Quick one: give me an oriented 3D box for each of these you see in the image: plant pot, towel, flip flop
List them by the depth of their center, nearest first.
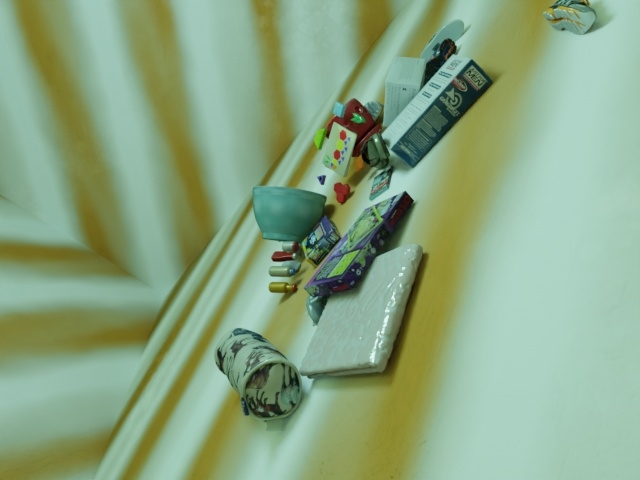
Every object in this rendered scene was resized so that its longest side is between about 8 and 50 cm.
[{"bbox_3d":[0.099,0.181,1.191,0.317,0.053,0.331,-29,31,51],"label":"towel"},{"bbox_3d":[0.177,-0.292,1.625,0.080,0.112,0.277,-29,2,4],"label":"flip flop"},{"bbox_3d":[-0.131,-0.090,1.894,0.293,0.293,0.196,-178,95,-67],"label":"plant pot"},{"bbox_3d":[0.132,-0.439,1.931,0.191,0.174,0.191,-45,-1,-1],"label":"plant pot"}]

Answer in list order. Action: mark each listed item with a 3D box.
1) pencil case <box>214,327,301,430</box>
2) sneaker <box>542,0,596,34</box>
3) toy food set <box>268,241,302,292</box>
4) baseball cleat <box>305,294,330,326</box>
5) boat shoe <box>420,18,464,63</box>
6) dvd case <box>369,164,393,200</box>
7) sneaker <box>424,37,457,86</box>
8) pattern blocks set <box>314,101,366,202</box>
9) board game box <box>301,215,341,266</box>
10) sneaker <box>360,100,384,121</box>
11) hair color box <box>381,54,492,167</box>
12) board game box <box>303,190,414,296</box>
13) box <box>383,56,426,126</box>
[{"bbox_3d":[-0.189,0.368,1.360,0.410,0.160,0.183,-174,96,-68],"label":"pencil case"},{"bbox_3d":[0.638,-0.581,1.218,0.083,0.084,0.215,-40,22,20],"label":"sneaker"},{"bbox_3d":[-0.106,0.083,1.762,0.105,0.111,0.232,-1,36,28],"label":"toy food set"},{"bbox_3d":[0.010,0.156,1.408,0.109,0.072,0.206,-38,27,20],"label":"baseball cleat"},{"bbox_3d":[0.489,-0.816,1.957,0.219,0.078,0.070,-34,28,46],"label":"boat shoe"},{"bbox_3d":[0.207,-0.196,1.643,0.087,0.013,0.119,-35,28,42],"label":"dvd case"},{"bbox_3d":[0.436,-0.658,1.834,0.221,0.083,0.087,-52,5,-13],"label":"sneaker"},{"bbox_3d":[0.072,-0.337,1.821,0.285,0.026,0.324,49,130,33],"label":"pattern blocks set"},{"bbox_3d":[0.000,0.000,1.727,0.141,0.048,0.170,-50,20,11],"label":"board game box"},{"bbox_3d":[0.184,-0.499,2.132,0.281,0.105,0.115,-40,-6,38],"label":"sneaker"},{"bbox_3d":[0.355,-0.410,1.530,0.347,0.105,0.174,-48,21,16],"label":"hair color box"},{"bbox_3d":[0.109,0.011,1.366,0.347,0.056,0.208,-51,19,-28],"label":"board game box"},{"bbox_3d":[0.296,-0.517,1.700,0.181,0.119,0.181,85,-161,-48],"label":"box"}]
